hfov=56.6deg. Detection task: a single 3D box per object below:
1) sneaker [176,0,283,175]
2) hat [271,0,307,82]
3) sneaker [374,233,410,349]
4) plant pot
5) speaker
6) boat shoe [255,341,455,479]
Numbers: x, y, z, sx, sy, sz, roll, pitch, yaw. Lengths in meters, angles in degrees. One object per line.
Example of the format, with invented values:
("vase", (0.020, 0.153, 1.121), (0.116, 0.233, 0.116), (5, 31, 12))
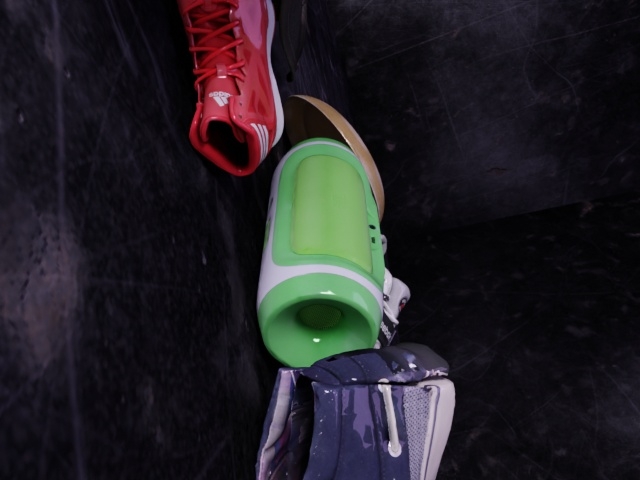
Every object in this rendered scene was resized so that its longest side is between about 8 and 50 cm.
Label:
("sneaker", (-0.080, -0.160, 0.514), (0.128, 0.087, 0.221), (-89, 164, -59))
("hat", (-0.074, -0.342, 0.633), (0.331, 0.134, 0.331), (5, 90, -90))
("sneaker", (0.059, 0.111, 0.852), (0.122, 0.146, 0.330), (69, 14, -51))
("plant pot", (0.024, -0.117, 0.890), (0.236, 0.032, 0.236), (51, -14, 18))
("speaker", (0.000, 0.000, 0.668), (0.296, 0.131, 0.131), (-90, 165, -53))
("boat shoe", (0.010, 0.256, 0.514), (0.158, 0.127, 0.340), (8, 89, -38))
